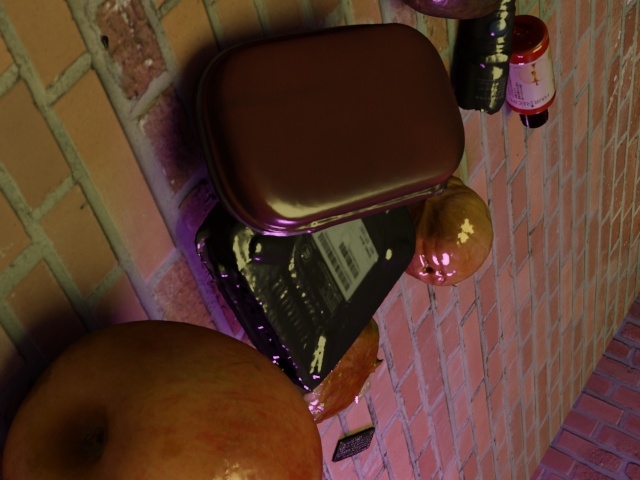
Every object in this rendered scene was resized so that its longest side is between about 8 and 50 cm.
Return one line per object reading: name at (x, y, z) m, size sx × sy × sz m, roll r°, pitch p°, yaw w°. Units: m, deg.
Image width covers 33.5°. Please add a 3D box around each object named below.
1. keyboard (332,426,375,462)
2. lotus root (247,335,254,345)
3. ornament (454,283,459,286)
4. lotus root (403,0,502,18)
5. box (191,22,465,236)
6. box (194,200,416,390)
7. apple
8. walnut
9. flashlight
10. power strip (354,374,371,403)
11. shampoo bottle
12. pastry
keyboard at (0.071, 0.424, 2.205) m, size 0.155 × 0.010 × 0.053 m, roll -5°, pitch 116°, yaw -59°
lotus root at (-0.075, 0.146, 1.693) m, size 0.099 × 0.054 × 0.049 m, roll -19°, pitch 117°, yaw -54°
ornament at (0.254, 0.011, 2.171) m, size 0.180 × 0.059 × 0.201 m, roll -37°, pitch 137°, yaw -42°
lotus root at (0.215, -0.424, 1.667) m, size 0.275 × 0.152 × 0.160 m, roll -11°, pitch 129°, yaw -55°
box at (0.018, -0.153, 1.408) m, size 0.404 × 0.108 × 0.263 m, roll -16°, pitch 89°, yaw -36°
box at (0.000, 0.000, 1.552) m, size 0.350 × 0.091 × 0.359 m, roll -52°, pitch 136°, yaw -27°
apple at (-0.191, 0.263, 1.269) m, size 0.364 × 0.364 × 0.363 m, roll -40°, pitch 142°, yaw -40°
walnut at (0.212, -0.022, 1.915) m, size 0.195 × 0.195 × 0.221 m, roll -58°, pitch 155°, yaw -17°
flashlight at (0.310, -0.430, 1.886) m, size 0.103 × 0.103 × 0.423 m, roll -35°, pitch 139°, yaw -45°
power strip at (0.072, 0.256, 2.055) m, size 0.056 × 0.032 × 0.123 m, roll -45°, pitch 145°, yaw -37°
shampoo bottle at (0.419, -0.327, 2.144) m, size 0.104 × 0.104 × 0.278 m, roll -57°, pitch 151°, yaw -18°
pastry at (0.020, 0.209, 1.858) m, size 0.218 × 0.100 × 0.229 m, roll -35°, pitch 144°, yaw -39°
